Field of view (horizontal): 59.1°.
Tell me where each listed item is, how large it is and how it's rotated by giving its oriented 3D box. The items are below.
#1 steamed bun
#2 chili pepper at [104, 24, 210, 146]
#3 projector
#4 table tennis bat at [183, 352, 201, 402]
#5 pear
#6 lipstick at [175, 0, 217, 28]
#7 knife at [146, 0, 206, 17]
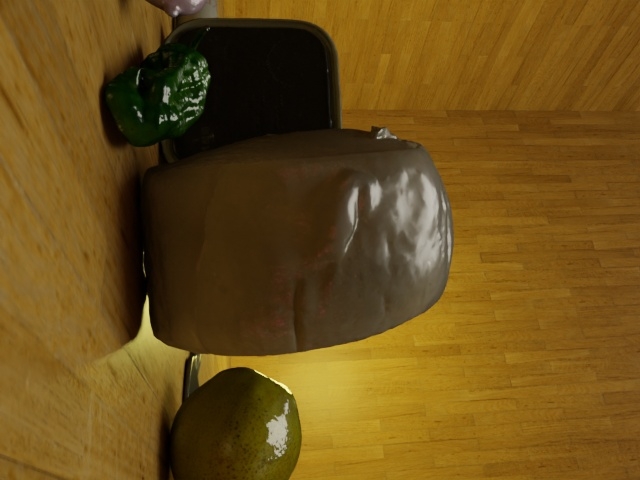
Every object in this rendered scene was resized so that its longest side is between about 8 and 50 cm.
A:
[{"bbox_3d":[0.005,0.000,0.633,0.236,0.383,0.247,19,-66,60],"label":"steamed bun"},{"bbox_3d":[-0.154,-0.153,0.571,0.257,0.074,0.100,-103,-166,-62],"label":"chili pepper"},{"bbox_3d":[-0.105,-0.167,0.882,0.249,0.248,0.249,115,-27,-74],"label":"projector"},{"bbox_3d":[-0.228,0.255,1.018,0.247,0.022,0.138,-97,-171,-47],"label":"table tennis bat"},{"bbox_3d":[-0.120,0.274,0.779,0.198,0.198,0.199,179,-90,-83],"label":"pear"},{"bbox_3d":[-0.211,-0.441,0.962,0.070,0.070,0.255,111,-24,-72],"label":"lipstick"},{"bbox_3d":[-0.141,-0.393,0.621,0.038,0.132,0.399,-32,-132,48],"label":"knife"}]
